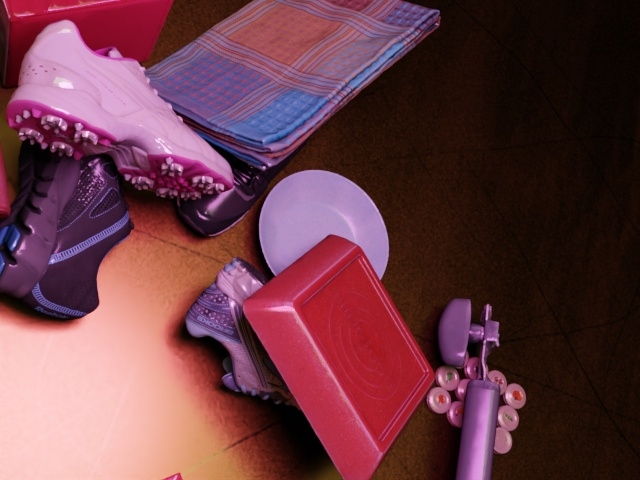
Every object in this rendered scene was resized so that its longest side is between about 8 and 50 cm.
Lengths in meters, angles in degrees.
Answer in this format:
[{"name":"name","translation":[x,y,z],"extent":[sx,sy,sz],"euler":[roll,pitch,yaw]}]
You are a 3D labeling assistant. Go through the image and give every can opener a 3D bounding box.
[{"name":"can opener","translation":[0.197,0.218,1.270],"extent":[0.095,0.076,0.283],"euler":[7,67,11]}]

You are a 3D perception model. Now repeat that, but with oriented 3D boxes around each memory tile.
[{"name":"memory tile","translation":[0.224,0.225,1.315],"extent":[0.148,0.012,0.113],"euler":[35,61,-12]}]

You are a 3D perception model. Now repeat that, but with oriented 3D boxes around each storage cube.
[{"name":"storage cube","translation":[-0.312,-0.321,1.125],"extent":[0.193,0.215,0.183],"euler":[-17,81,-24]}]

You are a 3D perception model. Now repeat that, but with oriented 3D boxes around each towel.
[{"name":"towel","translation":[-0.049,-0.249,1.238],"extent":[0.271,0.040,0.370],"euler":[26,54,30]}]

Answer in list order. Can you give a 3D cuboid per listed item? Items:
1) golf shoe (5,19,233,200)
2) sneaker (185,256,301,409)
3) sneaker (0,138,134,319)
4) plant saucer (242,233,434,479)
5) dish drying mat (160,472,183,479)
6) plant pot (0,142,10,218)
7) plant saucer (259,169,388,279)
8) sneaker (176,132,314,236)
[{"name":"golf shoe","translation":[-0.206,-0.141,1.053],"extent":[0.306,0.115,0.140],"euler":[26,61,-50]},{"name":"sneaker","translation":[-0.057,0.153,1.166],"extent":[0.122,0.110,0.283],"euler":[-39,108,3]},{"name":"sneaker","translation":[-0.290,-0.067,1.121],"extent":[0.140,0.125,0.340],"euler":[39,57,-38]},{"name":"plant saucer","translation":[0.044,0.132,1.133],"extent":[0.258,0.048,0.259],"euler":[60,32,-4]},{"name":"dish drying mat","translation":[-0.166,0.319,1.093],"extent":[0.032,0.008,0.083],"euler":[-17,81,-31]},{"name":"plant pot","translation":[-0.457,-0.131,0.969],"extent":[0.272,0.272,0.265],"euler":[-12,86,-29]},{"name":"plant saucer","translation":[0.000,0.000,1.267],"extent":[0.195,0.037,0.194],"euler":[9,69,-24]},{"name":"sneaker","translation":[-0.080,-0.129,1.219],"extent":[0.107,0.124,0.283],"euler":[43,60,-10]}]
